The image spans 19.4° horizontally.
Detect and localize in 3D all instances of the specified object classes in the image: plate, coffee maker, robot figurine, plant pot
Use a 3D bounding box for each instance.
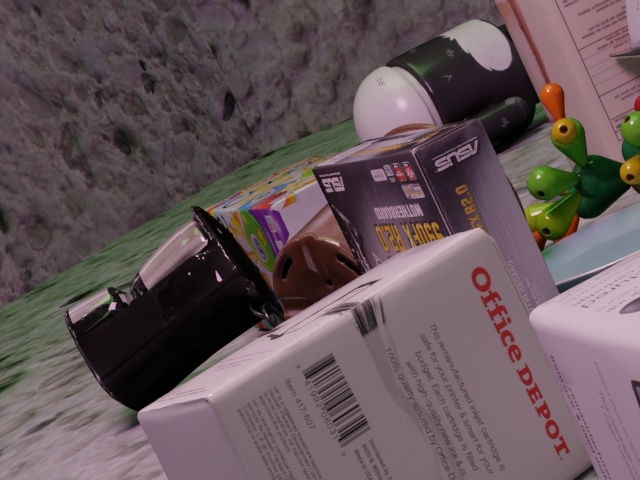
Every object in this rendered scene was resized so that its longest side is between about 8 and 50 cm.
[{"bbox_3d":[0.234,0.008,1.488,0.188,0.024,0.188,-26,6,3],"label":"plate"},{"bbox_3d":[-0.138,0.081,1.798,0.178,0.120,0.171,-40,40,6],"label":"coffee maker"},{"bbox_3d":[0.179,-0.189,2.535,0.278,0.173,0.209,-28,-10,-18],"label":"robot figurine"},{"bbox_3d":[0.058,0.013,1.538,0.167,0.167,0.165,-18,15,47],"label":"plant pot"}]

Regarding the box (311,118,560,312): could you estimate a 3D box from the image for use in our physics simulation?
[{"bbox_3d":[0.086,0.013,1.331,0.056,0.183,0.231,-27,8,-15],"label":"box"}]

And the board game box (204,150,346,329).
[{"bbox_3d":[0.000,0.000,1.880,0.144,0.142,0.275,-28,7,-16],"label":"board game box"}]

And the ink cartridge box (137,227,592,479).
[{"bbox_3d":[0.029,0.104,1.001,0.203,0.148,0.086,-29,6,-34],"label":"ink cartridge box"}]

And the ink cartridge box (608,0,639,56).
[{"bbox_3d":[0.455,-0.257,1.787,0.309,0.130,0.272,-4,-1,-15],"label":"ink cartridge box"}]

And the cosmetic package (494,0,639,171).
[{"bbox_3d":[0.285,-0.232,1.948,0.153,0.296,0.129,-26,6,-14],"label":"cosmetic package"}]

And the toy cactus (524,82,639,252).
[{"bbox_3d":[0.249,-0.063,1.611,0.180,0.112,0.219,-7,-31,-25],"label":"toy cactus"}]

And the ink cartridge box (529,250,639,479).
[{"bbox_3d":[0.246,0.044,0.749,0.223,0.129,0.307,-27,7,-10],"label":"ink cartridge box"}]
